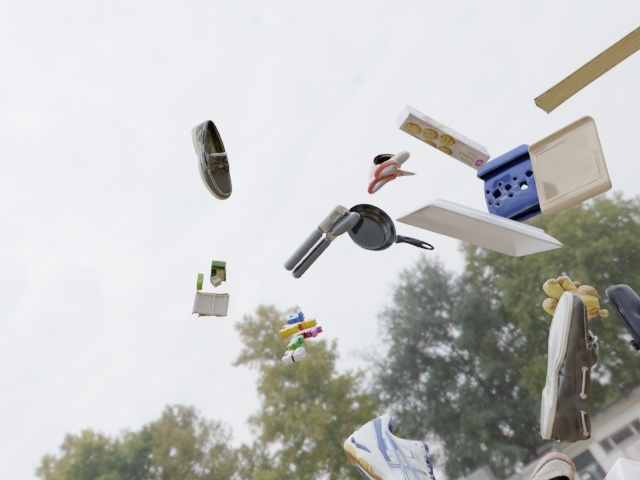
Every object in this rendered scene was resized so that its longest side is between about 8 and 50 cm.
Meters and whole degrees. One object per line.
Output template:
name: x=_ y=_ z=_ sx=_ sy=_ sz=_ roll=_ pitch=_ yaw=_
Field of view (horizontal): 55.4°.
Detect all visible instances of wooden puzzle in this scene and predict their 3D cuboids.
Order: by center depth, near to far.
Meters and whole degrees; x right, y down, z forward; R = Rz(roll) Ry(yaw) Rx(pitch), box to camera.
wooden puzzle: x=0.735 y=-0.217 z=1.802 sx=0.044 sy=0.239 sz=0.221 roll=10 pitch=-26 yaw=-36

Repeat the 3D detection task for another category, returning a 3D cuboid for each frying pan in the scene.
frying pan: x=0.232 y=-0.042 z=2.171 sx=0.326 sy=0.197 sz=0.053 roll=1 pitch=-31 yaw=-22

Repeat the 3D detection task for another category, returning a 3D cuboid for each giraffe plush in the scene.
giraffe plush: x=0.921 y=0.224 z=2.181 sx=0.181 sy=0.210 sz=0.170 roll=-8 pitch=-10 yaw=-19

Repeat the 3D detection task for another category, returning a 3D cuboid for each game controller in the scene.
game controller: x=0.635 y=0.190 z=1.094 sx=0.319 sy=0.166 sz=0.067 roll=30 pitch=-68 yaw=-26

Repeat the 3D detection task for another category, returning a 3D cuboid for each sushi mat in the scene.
sushi mat: x=0.592 y=-0.370 z=1.263 sx=0.316 sy=0.019 sz=0.151 roll=-36 pitch=-14 yaw=27

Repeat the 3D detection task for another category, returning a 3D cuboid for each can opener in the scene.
can opener: x=0.000 y=0.000 z=1.891 sx=0.280 sy=0.093 sz=0.074 roll=-46 pitch=-73 yaw=-7

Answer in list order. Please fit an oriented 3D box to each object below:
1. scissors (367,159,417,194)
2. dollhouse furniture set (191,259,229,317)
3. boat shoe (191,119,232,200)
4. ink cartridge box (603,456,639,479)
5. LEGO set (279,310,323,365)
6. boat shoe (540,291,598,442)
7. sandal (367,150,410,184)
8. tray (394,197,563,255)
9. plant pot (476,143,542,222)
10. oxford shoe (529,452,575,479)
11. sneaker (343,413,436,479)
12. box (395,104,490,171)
scissors: x=0.227 y=-0.198 z=1.738 sx=0.297 sy=0.021 sz=0.109 roll=-22 pitch=-34 yaw=-48
dollhouse furniture set: x=-0.235 y=0.118 z=1.330 sx=0.076 sy=0.152 sz=0.059 roll=5 pitch=-42 yaw=-6
boat shoe: x=-0.289 y=-0.222 z=1.661 sx=0.080 sy=0.224 sz=0.073 roll=-14 pitch=-7 yaw=-40
ink cartridge box: x=0.754 y=0.671 z=1.477 sx=0.092 sy=0.218 sz=0.159 roll=14 pitch=-54 yaw=8
LEGO set: x=-0.043 y=0.242 z=1.625 sx=0.093 sy=0.087 sz=0.227 roll=-17 pitch=9 yaw=13
boat shoe: x=0.498 y=0.251 z=1.190 sx=0.095 sy=0.112 sz=0.335 roll=3 pitch=-66 yaw=10
sandal: x=0.230 y=-0.271 z=2.100 sx=0.102 sy=0.076 sz=0.265 roll=-21 pitch=-9 yaw=-23
tray: x=0.284 y=-0.025 z=1.102 sx=0.270 sy=0.030 sz=0.145 roll=16 pitch=-14 yaw=-14
plant pot: x=0.674 y=-0.188 z=2.073 sx=0.236 sy=0.212 sz=0.236 roll=-28 pitch=-14 yaw=26
oxford shoe: x=0.587 y=0.753 z=1.686 sx=0.348 sy=0.123 sz=0.130 roll=-67 pitch=-16 yaw=9
sneaker: x=0.181 y=0.452 z=1.170 sx=0.131 sy=0.296 sz=0.112 roll=-36 pitch=-37 yaw=-21
box: x=0.384 y=-0.318 z=1.901 sx=0.324 sy=0.063 sz=0.067 roll=24 pitch=-57 yaw=-21
